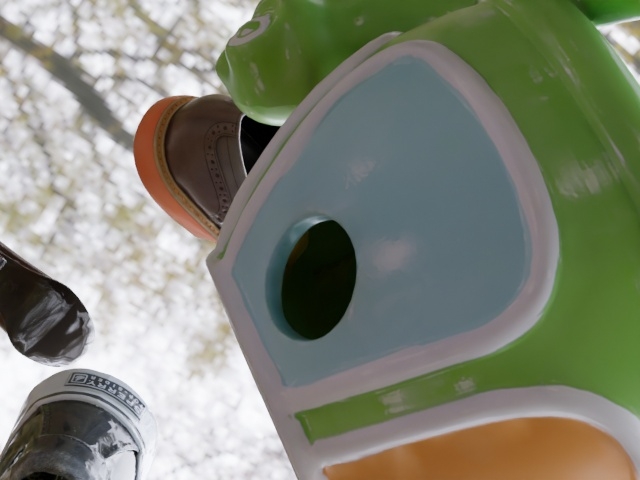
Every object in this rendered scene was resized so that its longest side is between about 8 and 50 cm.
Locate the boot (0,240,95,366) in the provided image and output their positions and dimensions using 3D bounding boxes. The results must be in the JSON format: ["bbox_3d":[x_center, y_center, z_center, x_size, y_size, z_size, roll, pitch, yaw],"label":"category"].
[{"bbox_3d":[-0.159,0.000,0.829,0.037,0.106,0.114,-43,-136,-3],"label":"boot"}]

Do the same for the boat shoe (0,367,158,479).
[{"bbox_3d":[-0.167,0.220,1.017,0.105,0.113,0.306,-70,-174,-59],"label":"boat shoe"}]

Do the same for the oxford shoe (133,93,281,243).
[{"bbox_3d":[0.000,0.000,1.163,0.098,0.271,0.097,-4,-122,46],"label":"oxford shoe"}]

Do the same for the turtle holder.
[{"bbox_3d":[0.062,-0.006,0.813,0.227,0.243,0.320,-24,-98,-3],"label":"turtle holder"}]
